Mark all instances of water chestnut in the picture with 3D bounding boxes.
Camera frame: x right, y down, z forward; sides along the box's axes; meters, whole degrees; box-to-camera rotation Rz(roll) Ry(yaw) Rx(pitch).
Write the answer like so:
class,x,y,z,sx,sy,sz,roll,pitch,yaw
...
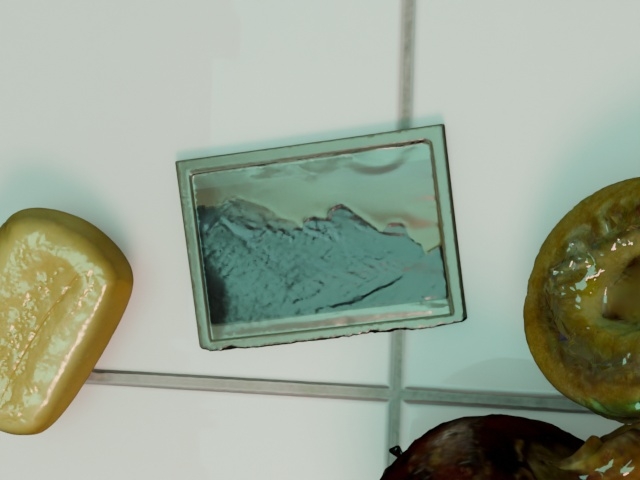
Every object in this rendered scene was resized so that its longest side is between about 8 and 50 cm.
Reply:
class,x,y,z,sx,sy,sz,roll,pitch,yaw
water chestnut,0.196,0.271,1.033,0.335,0.335,0.347,47,116,6

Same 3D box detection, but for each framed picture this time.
class,x,y,z,sx,sy,sz,roll,pitch,yaw
framed picture,0.000,0.000,1.224,0.265,0.018,0.192,-8,91,11

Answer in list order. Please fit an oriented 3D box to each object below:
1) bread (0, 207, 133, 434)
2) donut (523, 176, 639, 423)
class,x,y,z,sx,sy,sz,roll,pitch,yaw
bread,-0.273,0.077,1.236,0.147,0.098,0.217,35,100,7
donut,0.295,0.042,1.075,0.261,0.128,0.209,-26,70,31
